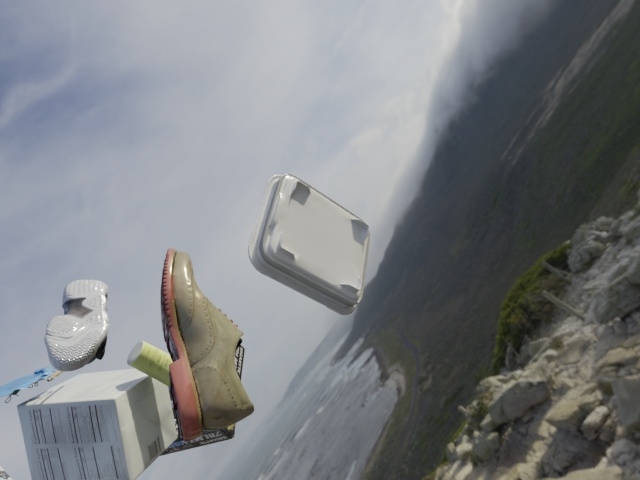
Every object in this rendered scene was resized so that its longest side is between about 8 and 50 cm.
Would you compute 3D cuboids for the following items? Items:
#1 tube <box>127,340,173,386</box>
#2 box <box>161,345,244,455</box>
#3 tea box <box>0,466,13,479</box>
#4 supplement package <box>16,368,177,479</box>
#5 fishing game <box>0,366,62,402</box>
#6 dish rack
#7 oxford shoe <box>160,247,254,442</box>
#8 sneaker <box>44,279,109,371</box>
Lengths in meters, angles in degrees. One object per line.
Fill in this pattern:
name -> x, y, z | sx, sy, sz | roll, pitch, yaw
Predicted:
tube -> -0.350, 0.324, 1.103 | 0.070, 0.240, 0.062 | -53, 30, -8
box -> -0.380, 0.466, 1.347 | 0.295, 0.073, 0.293 | -21, 40, 15
tea box -> -1.098, 0.861, 1.393 | 0.220, 0.323, 0.329 | -48, -12, -23
supplement package -> -0.527, 0.441, 1.092 | 0.263, 0.198, 0.199 | -9, 3, 13
fishing game -> -0.725, 0.354, 1.066 | 0.264, 0.041, 0.189 | -19, 3, -9
dish rack -> 0.000, 0.000, 1.109 | 0.072, 0.333, 0.285 | -28, 41, 46
oxford shoe -> -0.205, 0.160, 0.789 | 0.130, 0.348, 0.123 | -7, -33, -21
sneaker -> -0.464, 0.197, 0.880 | 0.268, 0.101, 0.153 | -128, 45, -59
